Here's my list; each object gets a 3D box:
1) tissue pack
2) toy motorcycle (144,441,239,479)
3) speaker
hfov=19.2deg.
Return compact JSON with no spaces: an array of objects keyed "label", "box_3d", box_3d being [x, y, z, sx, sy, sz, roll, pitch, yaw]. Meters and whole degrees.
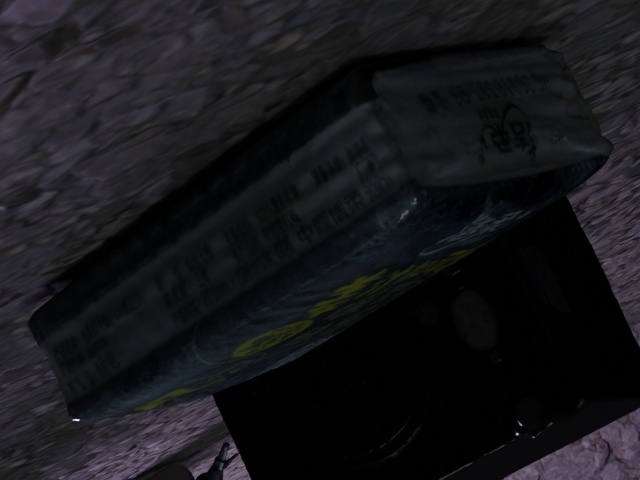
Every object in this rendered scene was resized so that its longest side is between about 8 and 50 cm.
[{"label":"tissue pack","box_3d":[0.000,0.000,0.968,0.257,0.081,0.185,-34,168,36]},{"label":"toy motorcycle","box_3d":[-0.190,0.303,2.025,0.157,0.091,0.263,-29,176,-40]},{"label":"speaker","box_3d":[0.065,0.079,1.254,0.232,0.184,0.254,-30,166,18]}]
